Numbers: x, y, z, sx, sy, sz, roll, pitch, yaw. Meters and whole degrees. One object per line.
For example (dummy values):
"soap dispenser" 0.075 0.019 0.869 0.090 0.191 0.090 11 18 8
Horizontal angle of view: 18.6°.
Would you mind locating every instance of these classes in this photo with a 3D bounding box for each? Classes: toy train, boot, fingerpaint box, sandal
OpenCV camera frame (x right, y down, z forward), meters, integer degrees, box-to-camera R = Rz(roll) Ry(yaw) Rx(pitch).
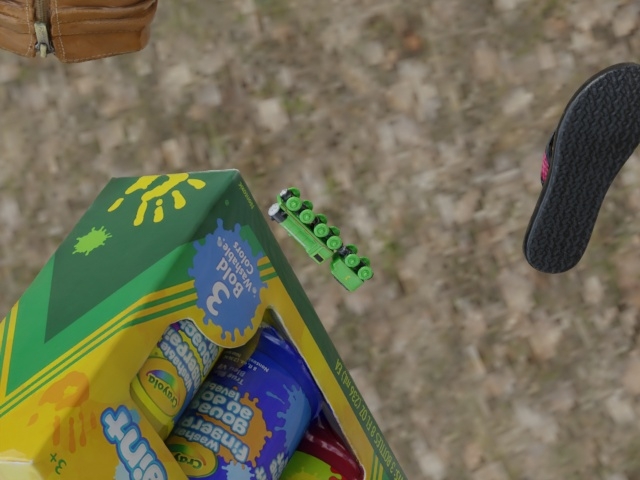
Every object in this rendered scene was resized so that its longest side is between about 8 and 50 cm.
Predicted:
"toy train" 0.000 0.000 1.181 0.024 0.017 0.083 -39 117 16
"boot" -0.125 -0.186 1.290 0.283 0.109 0.220 6 148 5
"fingerpaint box" -0.118 0.221 1.774 0.163 0.371 0.444 -3 129 35
"sandal" 0.194 -0.059 1.472 0.040 0.067 0.179 -110 36 -57
